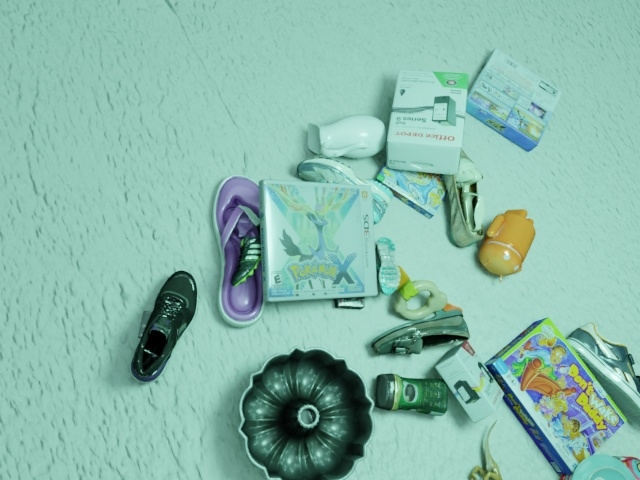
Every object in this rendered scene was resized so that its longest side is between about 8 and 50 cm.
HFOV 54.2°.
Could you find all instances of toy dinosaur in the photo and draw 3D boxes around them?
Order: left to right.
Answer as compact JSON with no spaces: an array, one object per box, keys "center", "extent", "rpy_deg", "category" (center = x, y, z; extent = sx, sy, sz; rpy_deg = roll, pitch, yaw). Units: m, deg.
[{"center":[0.441,0.589,1.622],"extent":[0.112,0.064,0.211],"rpy_deg":[-17,86,-38],"category":"toy dinosaur"}]

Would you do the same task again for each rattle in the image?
[{"center":[0.281,0.152,1.735],"extent":[0.200,0.143,0.130],"rpy_deg":[9,102,-28],"category":"rattle"}]

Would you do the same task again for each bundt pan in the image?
[{"center":[-0.044,0.426,1.503],"extent":[0.331,0.124,0.330],"rpy_deg":[5,71,-14],"category":"bundt pan"}]

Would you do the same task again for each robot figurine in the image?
[{"center":[0.538,0.011,1.798],"extent":[0.128,0.158,0.219],"rpy_deg":[25,65,18],"category":"robot figurine"}]

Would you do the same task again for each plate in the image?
[{"center":[0.724,0.637,1.573],"extent":[0.188,0.024,0.188],"rpy_deg":[3,71,-8],"category":"plate"}]

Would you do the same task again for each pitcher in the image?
[{"center":[0.083,-0.280,1.757],"extent":[0.207,0.125,0.177],"rpy_deg":[-7,34,-15],"category":"pitcher"}]

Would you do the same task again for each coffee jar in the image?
[{"center":[0.231,0.396,1.611],"extent":[0.185,0.079,0.096],"rpy_deg":[10,71,-13],"category":"coffee jar"}]

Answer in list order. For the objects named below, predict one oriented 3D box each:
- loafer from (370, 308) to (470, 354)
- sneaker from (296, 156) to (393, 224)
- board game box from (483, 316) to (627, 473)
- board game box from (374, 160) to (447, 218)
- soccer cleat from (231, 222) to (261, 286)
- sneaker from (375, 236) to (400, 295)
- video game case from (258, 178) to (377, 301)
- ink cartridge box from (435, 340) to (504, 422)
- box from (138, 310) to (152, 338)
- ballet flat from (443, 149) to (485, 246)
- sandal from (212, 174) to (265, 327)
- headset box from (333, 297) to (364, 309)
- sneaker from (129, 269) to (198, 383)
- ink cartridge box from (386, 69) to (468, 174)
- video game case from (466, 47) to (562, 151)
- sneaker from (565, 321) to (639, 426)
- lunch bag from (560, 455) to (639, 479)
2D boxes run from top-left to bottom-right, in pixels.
[{"center":[0.268,0.257,1.643],"extent":[0.268,0.096,0.084],"rpy_deg":[-16,59,-13],"category":"loafer"},{"center":[0.061,-0.134,1.731],"extent":[0.283,0.110,0.122],"rpy_deg":[22,71,-7],"category":"sneaker"},{"center":[0.637,0.420,1.712],"extent":[0.233,0.078,0.347],"rpy_deg":[-33,83,-22],"category":"board game box"},{"center":[0.273,-0.173,1.838],"extent":[0.201,0.035,0.136],"rpy_deg":[32,67,-3],"category":"board game box"},{"center":[-0.177,0.036,1.541],"extent":[0.072,0.060,0.179],"rpy_deg":[40,60,-10],"category":"soccer cleat"},{"center":[0.174,0.078,1.701],"extent":[0.065,0.076,0.166],"rpy_deg":[10,59,-16],"category":"sneaker"},{"center":[0.000,0.000,1.598],"extent":[0.329,0.036,0.299],"rpy_deg":[0,84,-31],"category":"video game case"},{"center":[0.393,0.367,1.636],"extent":[0.175,0.072,0.127],"rpy_deg":[55,26,7],"category":"ink cartridge box"},{"center":[-0.400,0.213,1.536],"extent":[0.083,0.018,0.067],"rpy_deg":[12,69,-11],"category":"box"},{"center":[0.426,-0.141,1.803],"extent":[0.108,0.106,0.315],"rpy_deg":[-4,84,-29],"category":"ballet flat"},{"center":[-0.187,0.013,1.616],"extent":[0.170,0.102,0.416],"rpy_deg":[0,72,-15],"category":"sandal"},{"center":[0.074,0.151,1.677],"extent":[0.083,0.032,0.062],"rpy_deg":[5,70,-15],"category":"headset box"},{"center":[-0.358,0.196,1.474],"extent":[0.107,0.124,0.283],"rpy_deg":[21,68,-8],"category":"sneaker"},{"center":[0.311,-0.345,1.802],"extent":[0.211,0.121,0.289],"rpy_deg":[6,58,10],"category":"ink cartridge box"},{"center":[0.616,-0.453,2.011],"extent":[0.270,0.061,0.244],"rpy_deg":[33,65,-2],"category":"video game case"},{"center":[0.835,0.370,1.757],"extent":[0.127,0.126,0.321],"rpy_deg":[-40,85,-19],"category":"sneaker"},{"center":[0.754,0.725,1.617],"extent":[0.258,0.120,0.293],"rpy_deg":[-8,74,-17],"category":"lunch bag"}]
